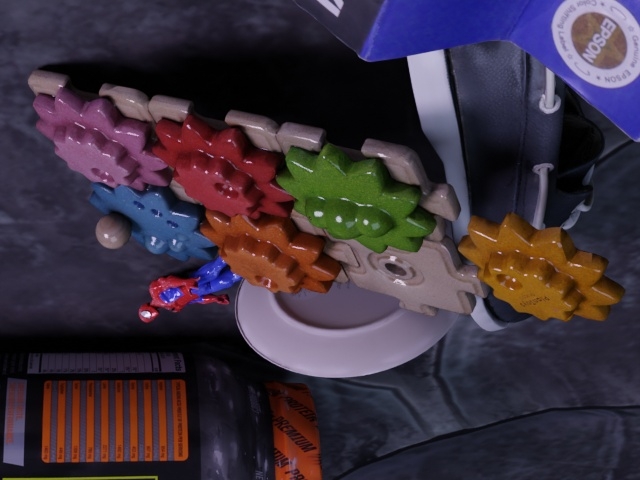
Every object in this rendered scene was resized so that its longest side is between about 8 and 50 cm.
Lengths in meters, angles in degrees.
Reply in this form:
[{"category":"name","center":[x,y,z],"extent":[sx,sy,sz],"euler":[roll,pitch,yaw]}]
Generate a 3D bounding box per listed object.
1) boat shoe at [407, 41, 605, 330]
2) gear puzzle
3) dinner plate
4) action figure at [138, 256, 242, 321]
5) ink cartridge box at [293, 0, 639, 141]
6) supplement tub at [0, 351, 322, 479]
[{"category":"boat shoe","center":[0.111,-0.048,0.867],"extent":[0.091,0.114,0.302],"euler":[-6,147,11]},{"category":"gear puzzle","center":[0.000,0.000,0.845],"extent":[0.338,0.044,0.175],"euler":[14,154,26]},{"category":"dinner plate","center":[0.017,0.028,0.947],"extent":[0.141,0.141,0.017],"euler":[-8,129,4]},{"category":"action figure","center":[-0.076,0.028,1.029],"extent":[0.115,0.030,0.038],"euler":[-25,146,30]},{"category":"ink cartridge box","center":[-0.018,-0.186,0.489],"extent":[0.371,0.069,0.176],"euler":[39,142,9]},{"category":"supplement tub","center":[-0.176,0.180,1.079],"extent":[0.338,0.207,0.207],"euler":[1,146,-9]}]
